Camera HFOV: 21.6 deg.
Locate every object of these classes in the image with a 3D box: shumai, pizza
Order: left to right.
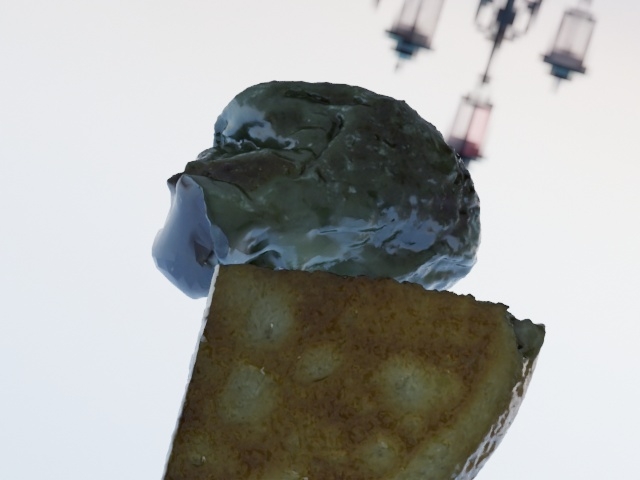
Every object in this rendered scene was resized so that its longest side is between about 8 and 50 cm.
[{"bbox_3d":[0.000,0.000,1.442,0.272,0.222,0.203,15,-143,4],"label":"shumai"},{"bbox_3d":[0.016,0.158,1.250,0.258,0.268,0.087,9,159,18],"label":"pizza"}]
